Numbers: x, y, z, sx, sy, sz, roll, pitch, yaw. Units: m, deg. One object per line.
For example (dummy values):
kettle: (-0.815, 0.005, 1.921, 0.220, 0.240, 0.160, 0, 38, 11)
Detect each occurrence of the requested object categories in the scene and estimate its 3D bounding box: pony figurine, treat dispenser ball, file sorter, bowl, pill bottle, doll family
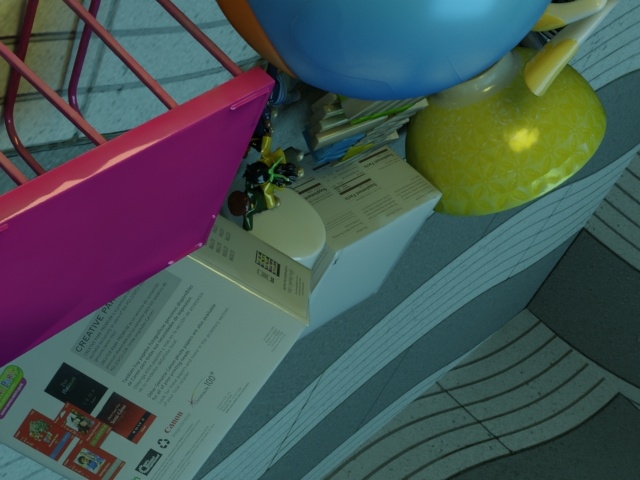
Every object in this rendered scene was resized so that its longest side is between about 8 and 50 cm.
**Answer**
pony figurine: (0.374, -0.378, 1.586, 0.363, 0.303, 0.350, -26, -136, 39)
treat dispenser ball: (0.047, -0.249, 1.018, 0.288, 0.288, 0.288, -43, 164, -15)
file sorter: (-0.219, -0.055, 0.992, 0.291, 0.182, 0.202, -33, 160, -39)
bowl: (0.230, -0.183, 1.858, 0.289, 0.289, 0.156, -42, 123, -20)
pill bottle: (-0.119, 0.082, 1.614, 0.176, 0.176, 0.318, -28, 156, -50)
doll family: (-0.060, -0.107, 1.450, 0.111, 0.076, 0.192, -21, 107, -65)

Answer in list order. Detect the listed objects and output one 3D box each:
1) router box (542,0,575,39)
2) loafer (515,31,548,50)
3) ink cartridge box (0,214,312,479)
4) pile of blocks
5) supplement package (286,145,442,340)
router box: (0.432, -0.396, 2.148, 0.179, 0.046, 0.133, -33, 159, -43)
loafer: (0.318, -0.267, 2.101, 0.095, 0.109, 0.302, -31, 162, 15)
ink cartridge box: (-0.204, 0.104, 1.440, 0.309, 0.272, 0.130, -53, -166, 22)
pile of blocks: (0.033, -0.169, 1.492, 0.149, 0.112, 0.362, -21, 174, -16)
supplement package: (0.000, 0.000, 1.789, 0.262, 0.145, 0.204, -27, 155, -50)
